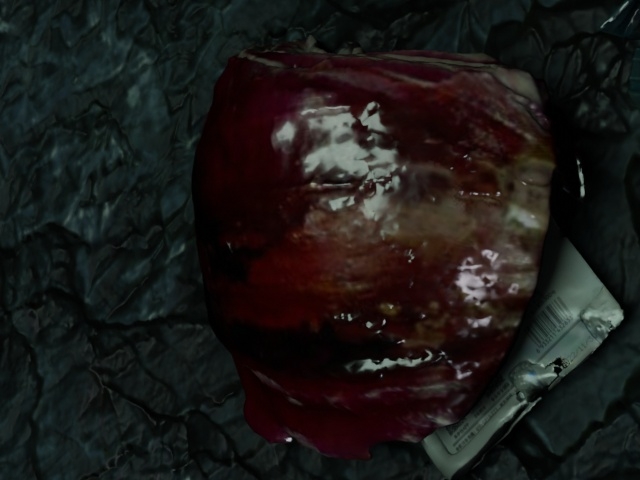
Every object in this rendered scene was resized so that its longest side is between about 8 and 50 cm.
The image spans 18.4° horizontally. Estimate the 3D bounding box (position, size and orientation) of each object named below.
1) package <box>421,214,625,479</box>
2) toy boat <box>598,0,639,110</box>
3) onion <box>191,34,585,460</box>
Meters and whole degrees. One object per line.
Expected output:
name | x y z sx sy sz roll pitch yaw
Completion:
package | 0.096 0.039 1.266 0.171 0.027 0.173 -48 54 29
toy boat | 0.301 -0.100 1.050 0.296 0.122 0.114 8 73 48
onion | 0.000 0.000 1.253 0.314 0.146 0.280 9 90 45
